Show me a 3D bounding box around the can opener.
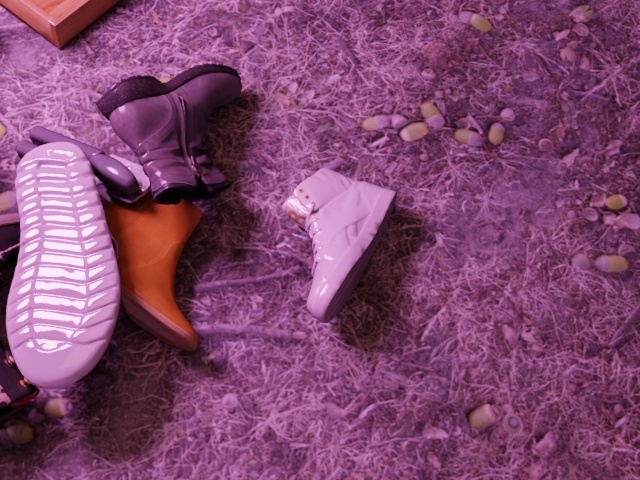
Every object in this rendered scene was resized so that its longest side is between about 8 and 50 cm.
[{"bbox_3d":[-0.397,-0.136,1.756,0.280,0.093,0.074,20,60,28],"label":"can opener"}]

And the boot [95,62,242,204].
[{"bbox_3d":[-0.216,-0.173,1.786,0.338,0.118,0.222,-25,81,-51],"label":"boot"}]

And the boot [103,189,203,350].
[{"bbox_3d":[-0.256,0.027,1.702,0.295,0.104,0.211,34,63,18],"label":"boot"}]

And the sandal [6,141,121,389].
[{"bbox_3d":[-0.383,0.036,1.609,0.169,0.102,0.416,-8,63,2],"label":"sandal"}]

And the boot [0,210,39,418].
[{"bbox_3d":[-0.519,0.125,1.593,0.377,0.138,0.284,-26,82,-49],"label":"boot"}]

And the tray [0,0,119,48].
[{"bbox_3d":[-0.435,-0.563,2.035,0.203,0.076,0.411,37,62,14],"label":"tray"}]

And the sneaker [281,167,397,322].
[{"bbox_3d":[0.000,0.000,1.751,0.169,0.108,0.292,23,51,9],"label":"sneaker"}]
